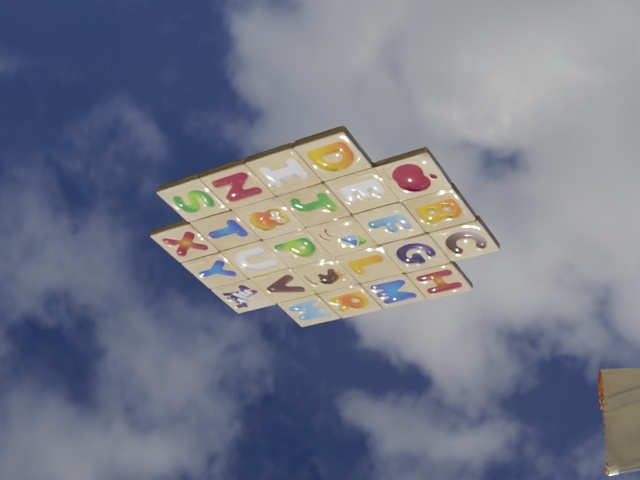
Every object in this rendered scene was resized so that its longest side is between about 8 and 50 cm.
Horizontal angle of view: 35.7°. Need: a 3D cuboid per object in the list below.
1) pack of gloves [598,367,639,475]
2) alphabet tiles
[{"bbox_3d":[0.332,0.190,0.767,0.232,0.046,0.195,-2,-93,0],"label":"pack of gloves"},{"bbox_3d":[0.000,0.000,1.066,0.342,0.285,0.011,-15,-132,29],"label":"alphabet tiles"}]
